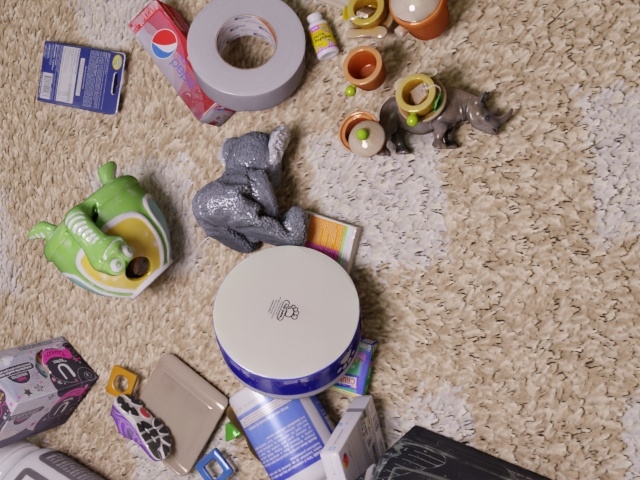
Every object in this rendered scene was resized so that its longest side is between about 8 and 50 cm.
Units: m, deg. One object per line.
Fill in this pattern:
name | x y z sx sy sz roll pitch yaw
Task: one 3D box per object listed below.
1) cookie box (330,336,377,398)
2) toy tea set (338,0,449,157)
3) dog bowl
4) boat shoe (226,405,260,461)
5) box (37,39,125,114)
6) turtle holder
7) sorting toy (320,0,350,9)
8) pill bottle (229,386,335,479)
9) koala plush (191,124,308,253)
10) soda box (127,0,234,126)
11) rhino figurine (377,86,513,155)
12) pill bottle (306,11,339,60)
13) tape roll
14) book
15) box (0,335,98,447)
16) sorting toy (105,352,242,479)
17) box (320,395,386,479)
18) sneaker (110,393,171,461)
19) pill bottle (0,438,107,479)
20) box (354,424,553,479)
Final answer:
cookie box | 0.052 0.233 1.405 0.092 0.040 0.107 13 98 20
toy tea set | 0.113 -0.303 1.254 0.200 0.124 0.336 -1 79 23
dog bowl | -0.058 0.145 1.341 0.265 0.104 0.265 -1 61 2
boat shoe | -0.126 0.378 1.482 0.056 0.049 0.152 -27 100 25
box | -0.516 -0.354 1.628 0.225 0.036 0.136 14 98 23
turtle holder | -0.399 -0.009 1.459 0.227 0.243 0.320 47 148 -6
sorting toy | 0.056 -0.529 1.378 0.208 0.038 0.193 27 102 20
pill bottle | -0.044 0.378 1.391 0.152 0.152 0.272 -34 78 20
koala plush | -0.132 -0.113 1.404 0.196 0.203 0.221 -6 65 41
soda box | -0.267 -0.355 1.492 0.083 0.092 0.263 -40 78 17
rhino figurine | 0.213 -0.213 1.305 0.243 0.073 0.106 -5 93 22
pill bottle | 0.002 -0.386 1.403 0.043 0.043 0.083 -24 83 22
tape roll | -0.136 -0.354 1.396 0.219 0.072 0.219 0 75 -1
book | 0.000 0.000 1.425 0.144 0.035 0.096 19 100 23
box | -0.629 0.323 1.586 0.142 0.247 0.163 43 107 14
sorting toy | -0.299 0.360 1.558 0.348 0.047 0.196 34 101 18
box | 0.064 0.383 1.309 0.038 0.186 0.145 -9 106 23
sneaker | -0.373 0.393 1.537 0.170 0.068 0.071 42 118 26
pill bottle | -0.564 0.573 1.592 0.361 0.204 0.204 23 101 21
box | 0.256 0.541 1.097 0.480 0.472 0.297 18 99 21
